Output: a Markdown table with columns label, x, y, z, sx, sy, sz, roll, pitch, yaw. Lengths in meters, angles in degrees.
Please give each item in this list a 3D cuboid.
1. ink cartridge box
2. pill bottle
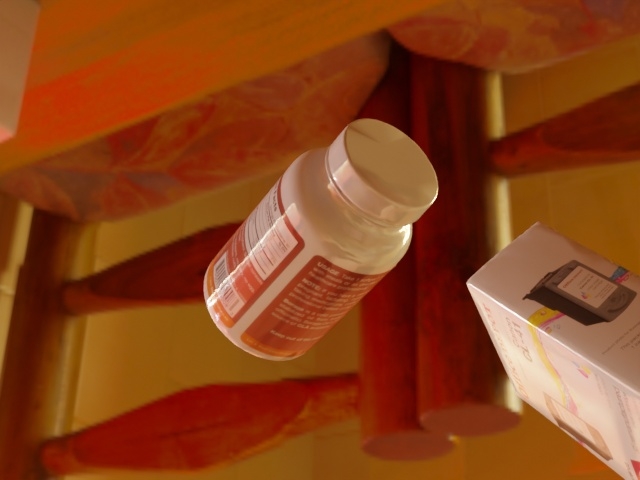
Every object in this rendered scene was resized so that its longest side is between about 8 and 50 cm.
| label | x | y | z | sx | sy | sz | roll | pitch | yaw |
| --- | --- | --- | --- | --- | --- | --- | --- | --- | --- |
| ink cartridge box | 0.330 | 0.144 | 1.206 | 0.131 | 0.306 | 0.226 | -37 | 125 | -13 |
| pill bottle | 0.000 | 0.000 | 0.904 | 0.121 | 0.121 | 0.216 | 18 | 135 | -28 |
